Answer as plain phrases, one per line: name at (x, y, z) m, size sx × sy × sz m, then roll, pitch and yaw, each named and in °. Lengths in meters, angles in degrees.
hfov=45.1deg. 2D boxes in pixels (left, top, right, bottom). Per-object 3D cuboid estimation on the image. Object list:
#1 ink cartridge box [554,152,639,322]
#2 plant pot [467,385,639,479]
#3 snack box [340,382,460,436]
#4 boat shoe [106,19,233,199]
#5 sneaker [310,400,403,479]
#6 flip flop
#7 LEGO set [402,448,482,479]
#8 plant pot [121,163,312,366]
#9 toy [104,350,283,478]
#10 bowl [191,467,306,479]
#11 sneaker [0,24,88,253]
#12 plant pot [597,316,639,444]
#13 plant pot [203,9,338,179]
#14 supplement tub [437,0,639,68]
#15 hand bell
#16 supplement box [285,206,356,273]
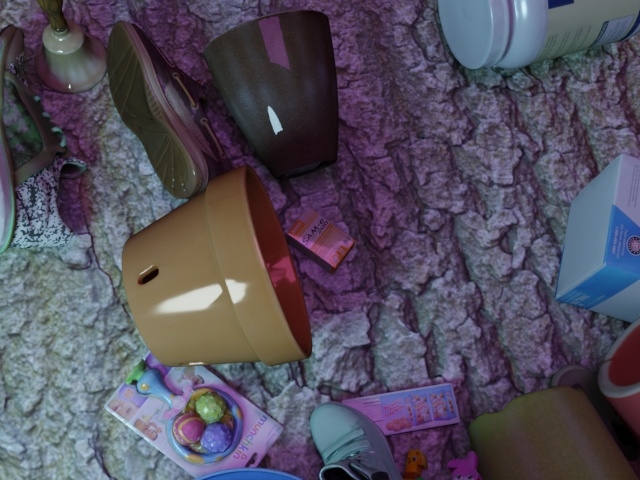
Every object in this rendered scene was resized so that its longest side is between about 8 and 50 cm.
ink cartridge box at (0.555, 0.021, 1.237) m, size 0.270 × 0.197 × 0.198 m, roll 17°, pitch 69°, yaw 0°
plant pot at (0.332, 0.353, 1.079) m, size 0.276 × 0.276 × 0.253 m, roll -12°, pitch 61°, yaw -11°
snack box at (0.124, 0.266, 1.193) m, size 0.178 × 0.022 × 0.064 m, roll -7°, pitch 71°, yaw -9°
boat shoe at (-0.247, -0.222, 1.288) m, size 0.123 × 0.123 × 0.342 m, roll -14°, pitch 64°, yaw -42°
sneaker at (0.038, 0.295, 1.056) m, size 0.094 × 0.151 × 0.256 m, roll -44°, pitch 45°, yaw 2°
flip flop at (0.448, 0.317, 1.182) m, size 0.112 × 0.080 × 0.277 m, roll -19°, pitch 74°, yaw -13°
LEGO set at (0.145, 0.342, 1.122) m, size 0.227 × 0.087 × 0.093 m, roll -7°, pitch 50°, yaw 31°
plant pot at (-0.152, 0.057, 1.115) m, size 0.204 × 0.291 × 0.290 m, roll -17°, pitch 73°, yaw 5°
toy at (-0.187, 0.260, 1.140) m, size 0.237 × 0.056 × 0.137 m, roll 35°, pitch 72°, yaw 6°
bowl at (-0.100, 0.506, 1.023) m, size 0.391 × 0.077 × 0.391 m, roll -1°, pitch 68°, yaw 3°
sneaker at (-0.471, -0.151, 1.237) m, size 0.182 × 0.158 × 0.410 m, roll 10°, pitch 64°, yaw -37°
plant pot at (0.557, 0.227, 1.103) m, size 0.243 × 0.275 × 0.275 m, roll 43°, pitch 71°, yaw -2°
plant pot at (-0.058, -0.224, 1.266) m, size 0.215 × 0.215 × 0.230 m, roll -16°, pitch 88°, yaw -12°
supplement tub at (0.397, -0.438, 1.361) m, size 0.325 × 0.235 × 0.235 m, roll -17°, pitch 73°, yaw -12°
hand bell at (-0.421, -0.350, 1.230) m, size 0.126 × 0.242 × 0.126 m, roll 2°, pitch 70°, yaw -5°
supplement box at (0.000, 0.000, 1.265) m, size 0.098 × 0.036 × 0.062 m, roll 35°, pitch 70°, yaw 6°
